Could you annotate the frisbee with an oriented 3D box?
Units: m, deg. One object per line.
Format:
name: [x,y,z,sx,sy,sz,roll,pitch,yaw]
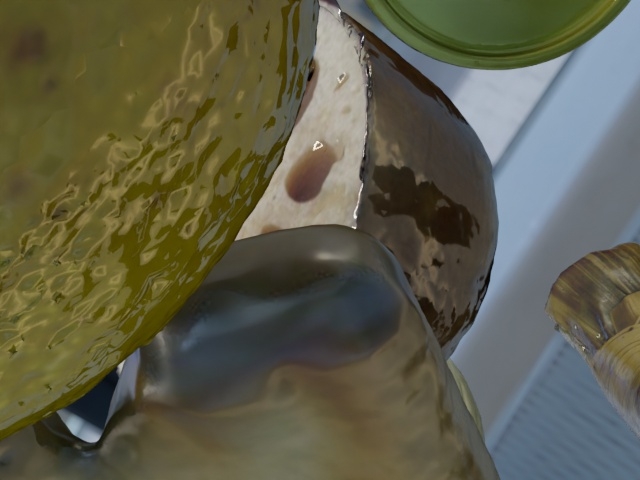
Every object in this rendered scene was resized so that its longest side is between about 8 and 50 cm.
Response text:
frisbee: [0.130,-0.233,1.322,0.236,0.236,0.017,-54,20,14]

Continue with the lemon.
lemon: [-0.139,-0.068,0.513,0.293,0.293,0.293,-50,19,24]

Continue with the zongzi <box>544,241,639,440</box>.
zongzi: [0.276,0.092,1.600,0.134,0.288,0.286,-51,55,11]

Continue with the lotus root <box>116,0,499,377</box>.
lotus root: [0.000,0.000,1.088,0.272,0.192,0.272,-28,48,37]

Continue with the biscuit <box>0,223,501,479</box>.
biscuit: [-0.044,0.113,0.729,0.237,0.290,0.062,-17,47,11]

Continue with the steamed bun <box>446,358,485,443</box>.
steamed bun: [0.014,0.167,1.365,0.200,0.155,0.250,-33,43,25]
